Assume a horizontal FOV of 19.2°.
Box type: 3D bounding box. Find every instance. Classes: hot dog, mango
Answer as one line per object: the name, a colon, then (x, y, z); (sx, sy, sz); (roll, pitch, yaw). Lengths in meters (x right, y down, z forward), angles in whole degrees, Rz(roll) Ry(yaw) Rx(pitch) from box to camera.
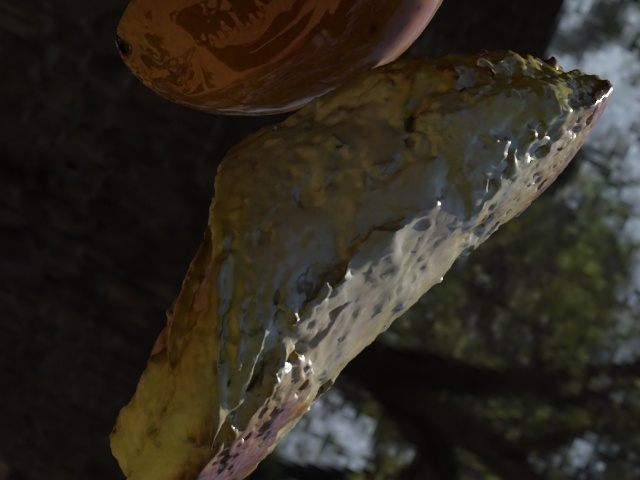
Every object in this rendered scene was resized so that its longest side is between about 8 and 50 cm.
hot dog: (-0.001, -0.001, 0.496); (0.169, 0.061, 0.078); (-42, 162, -18)
mango: (-0.008, -0.110, 0.841); (0.159, 0.105, 0.084); (-36, 164, 18)
